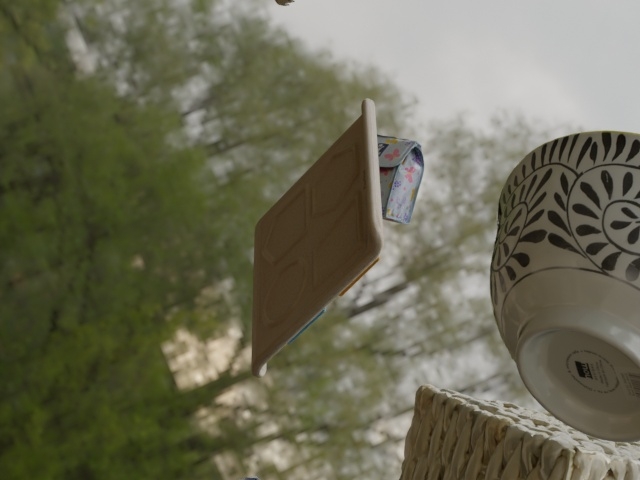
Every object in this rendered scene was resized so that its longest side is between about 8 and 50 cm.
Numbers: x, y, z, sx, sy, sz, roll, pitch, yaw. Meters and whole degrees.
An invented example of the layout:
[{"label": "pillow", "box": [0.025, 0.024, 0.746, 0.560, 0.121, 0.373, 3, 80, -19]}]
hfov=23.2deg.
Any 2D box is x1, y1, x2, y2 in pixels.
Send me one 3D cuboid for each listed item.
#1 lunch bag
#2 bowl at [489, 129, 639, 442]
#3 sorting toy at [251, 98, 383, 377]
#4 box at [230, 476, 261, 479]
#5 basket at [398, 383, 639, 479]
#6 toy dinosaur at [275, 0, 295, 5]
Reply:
[{"label": "lunch bag", "box": [0.062, -0.065, 1.571, 0.071, 0.083, 0.053, 15, -3, 42]}, {"label": "bowl", "box": [0.140, 0.040, 0.721, 0.170, 0.080, 0.170, 25, -37, 20]}, {"label": "sorting toy", "box": [0.000, 0.000, 1.403, 0.208, 0.038, 0.193, -49, -154, 34]}, {"label": "box", "box": [-0.189, 0.450, 1.037, 0.472, 0.480, 0.297, 54, -40, 46]}, {"label": "basket", "box": [0.204, 0.303, 1.191, 0.328, 0.266, 0.331, -169, -88, -74]}, {"label": "toy dinosaur", "box": [-0.051, -0.320, 1.786, 0.053, 0.183, 0.092, 136, -59, -62]}]
